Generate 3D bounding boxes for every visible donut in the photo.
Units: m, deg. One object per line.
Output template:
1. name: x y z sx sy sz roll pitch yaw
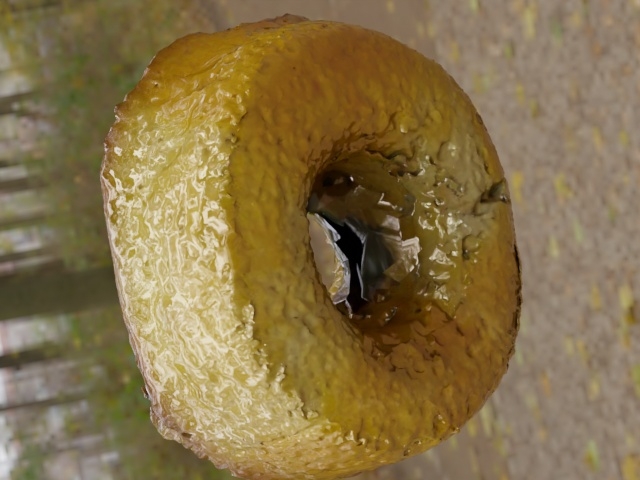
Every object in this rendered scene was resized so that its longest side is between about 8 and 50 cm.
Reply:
1. donut: 0.000 0.003 0.858 0.118 0.253 0.253 -16 84 48
